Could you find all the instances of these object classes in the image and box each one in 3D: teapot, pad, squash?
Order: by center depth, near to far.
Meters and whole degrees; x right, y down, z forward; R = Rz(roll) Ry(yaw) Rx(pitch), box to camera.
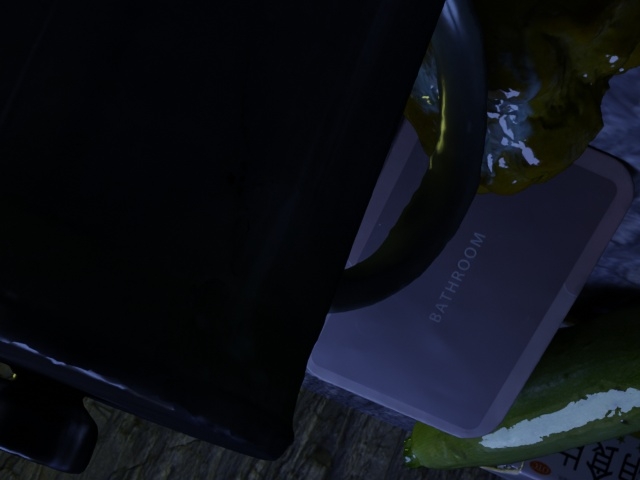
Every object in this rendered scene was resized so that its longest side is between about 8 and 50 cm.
[{"bbox_3d":[-0.030,-0.069,0.456,0.200,0.337,0.270,10,163,45],"label":"teapot"},{"bbox_3d":[0.103,0.027,0.884,0.176,0.266,0.002,23,-154,-3],"label":"pad"},{"bbox_3d":[0.218,0.158,1.172,0.371,0.118,0.118,-25,138,35],"label":"squash"}]

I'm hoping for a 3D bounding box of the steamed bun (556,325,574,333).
[{"bbox_3d":[0.288,0.137,1.270,0.130,0.090,0.112,10,177,10],"label":"steamed bun"}]

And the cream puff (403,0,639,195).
[{"bbox_3d":[0.106,-0.100,0.614,0.146,0.116,0.146,58,168,20],"label":"cream puff"}]

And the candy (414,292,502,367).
[{"bbox_3d":[0.101,0.036,1.055,0.088,0.146,0.276,35,166,-11],"label":"candy"}]

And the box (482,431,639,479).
[{"bbox_3d":[0.370,0.255,1.418,0.333,0.173,0.145,25,166,-8],"label":"box"}]
